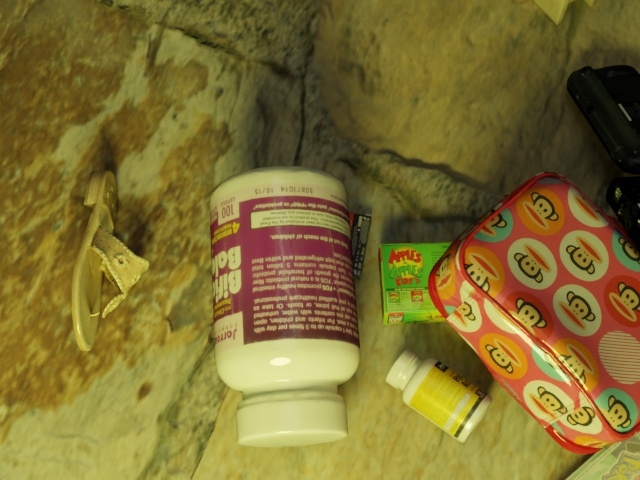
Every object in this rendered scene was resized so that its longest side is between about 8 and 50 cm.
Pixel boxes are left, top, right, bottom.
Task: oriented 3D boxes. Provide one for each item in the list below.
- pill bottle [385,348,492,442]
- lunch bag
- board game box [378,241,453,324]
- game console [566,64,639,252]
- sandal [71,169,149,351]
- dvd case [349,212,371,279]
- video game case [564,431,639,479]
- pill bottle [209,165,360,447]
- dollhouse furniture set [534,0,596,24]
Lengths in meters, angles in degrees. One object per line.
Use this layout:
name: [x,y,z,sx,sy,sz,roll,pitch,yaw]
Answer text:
pill bottle: [0.137,0.178,1.279,0.116,0.065,0.065,33,71,14]
lunch bag: [0.295,0.067,1.258,0.258,0.120,0.293,-39,84,-31]
board game box: [0.165,0.051,1.345,0.181,0.043,0.092,-2,66,-1]
game console: [0.431,-0.104,1.358,0.213,0.044,0.361,-4,46,-17]
sandal: [-0.249,0.017,1.341,0.079,0.088,0.240,-4,62,6]
dvd case: [0.000,0.000,1.385,0.119,0.013,0.087,9,67,4]
video game case: [0.339,0.309,1.185,0.201,0.023,0.183,-39,42,-8]
pill bottle: [-0.041,0.080,1.262,0.169,0.169,0.302,-4,72,-1]
dollhouse furniture set: [0.467,-0.448,1.439,0.362,0.256,0.394,-31,70,-12]
